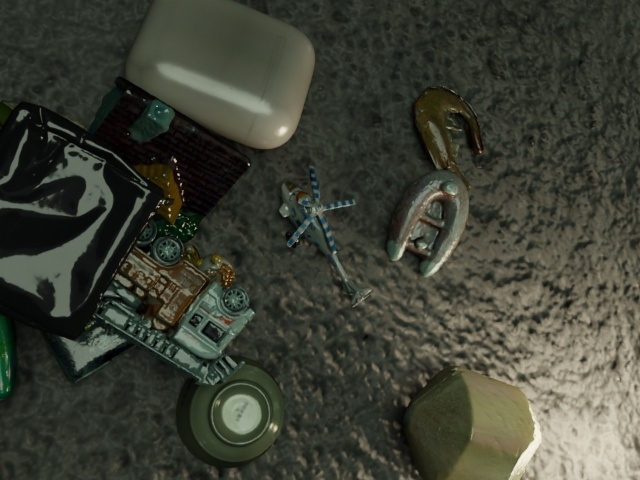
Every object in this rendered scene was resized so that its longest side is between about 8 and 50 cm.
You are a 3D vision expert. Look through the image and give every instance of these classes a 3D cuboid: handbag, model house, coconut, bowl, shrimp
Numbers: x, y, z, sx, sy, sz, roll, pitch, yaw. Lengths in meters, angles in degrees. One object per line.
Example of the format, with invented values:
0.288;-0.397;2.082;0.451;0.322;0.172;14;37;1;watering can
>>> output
-0.417;-0.024;1.128;0.275;0.178;0.301;31;83;-20;handbag
-0.269;-0.138;1.280;0.281;0.249;0.229;28;71;-30;model house
0.275;0.366;1.389;0.244;0.239;0.239;19;74;-18;coconut
-0.156;0.318;1.333;0.212;0.112;0.211;3;79;-18;bowl
0.299;-0.232;1.615;0.173;0.058;0.253;-25;88;-28;shrimp

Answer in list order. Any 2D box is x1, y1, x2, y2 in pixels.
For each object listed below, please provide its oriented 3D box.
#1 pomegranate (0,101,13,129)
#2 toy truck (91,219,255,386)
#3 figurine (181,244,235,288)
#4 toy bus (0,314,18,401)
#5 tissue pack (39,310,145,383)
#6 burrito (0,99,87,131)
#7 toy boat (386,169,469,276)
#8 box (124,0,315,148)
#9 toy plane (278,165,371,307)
-0.602;-0.120;1.225;0.254;0.254;0.270;-35;102;-20;pomegranate
-0.268;0.116;1.257;0.338;0.133;0.184;38;65;-10;toy truck
-0.234;0.050;1.379;0.143;0.101;0.068;12;42;-7;figurine
-0.670;0.197;1.166;0.344;0.183;0.199;-11;96;-18;toy bus
-0.432;0.103;1.307;0.185;0.081;0.257;-31;89;-20;tissue pack
-0.540;-0.223;1.362;0.188;0.045;0.058;17;49;-11;burrito
0.235;-0.043;1.517;0.155;0.085;0.227;27;85;-8;toy boat
-0.192;-0.346;1.427;0.349;0.141;0.288;20;61;-11;box
0.008;-0.004;1.467;0.273;0.107;0.182;45;60;-15;toy plane
